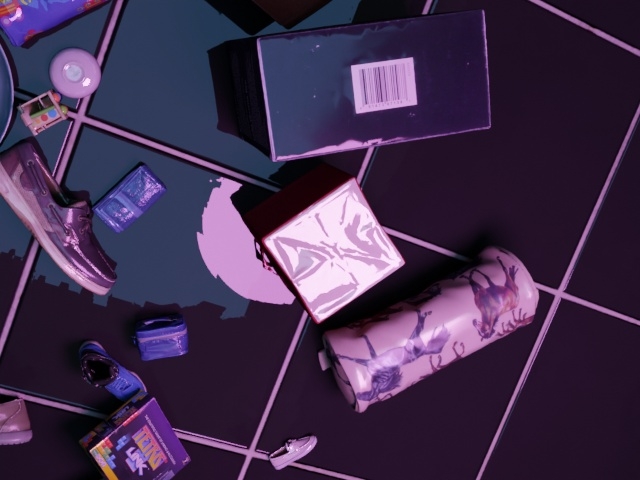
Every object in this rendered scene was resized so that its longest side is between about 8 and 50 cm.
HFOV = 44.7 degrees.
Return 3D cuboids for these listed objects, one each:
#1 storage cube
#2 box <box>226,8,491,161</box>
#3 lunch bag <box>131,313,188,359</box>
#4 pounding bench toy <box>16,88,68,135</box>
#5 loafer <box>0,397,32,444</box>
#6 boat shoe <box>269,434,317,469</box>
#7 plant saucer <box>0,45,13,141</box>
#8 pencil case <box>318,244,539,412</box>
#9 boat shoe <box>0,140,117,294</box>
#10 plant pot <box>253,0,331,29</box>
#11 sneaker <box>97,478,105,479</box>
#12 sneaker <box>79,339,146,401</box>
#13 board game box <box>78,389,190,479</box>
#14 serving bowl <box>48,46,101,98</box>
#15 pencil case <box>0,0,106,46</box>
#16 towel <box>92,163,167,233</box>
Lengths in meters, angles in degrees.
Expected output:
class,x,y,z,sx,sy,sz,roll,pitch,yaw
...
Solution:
class,x,y,z,sx,sy,sz,roll,pitch,yaw
storage cube,0.000,0.000,1.354,0.215,0.193,0.184,-34,109,-6
box,0.045,-0.255,1.243,0.343,0.312,0.179,-11,105,-13
lunch bag,-0.286,0.168,1.383,0.098,0.067,0.065,-8,104,-11
pounding bench toy,-0.442,-0.206,1.246,0.065,0.083,0.052,-29,108,-6
loafer,-0.622,0.303,1.325,0.251,0.094,0.088,6,77,-25
boat shoe,-0.055,0.406,1.518,0.100,0.035,0.035,-31,111,1
plant saucer,-0.643,-0.239,1.208,0.317,0.044,0.318,-3,104,-13
pencil case,0.195,0.163,1.453,0.410,0.183,0.160,-27,103,-5
boat shoe,-0.425,-0.036,1.283,0.092,0.103,0.285,-37,103,1
plant pot,-0.051,-0.484,1.205,0.267,0.267,0.236,37,103,-19
sneaker,-0.440,0.485,1.412,0.235,0.094,0.090,-21,103,-30
sneaker,-0.366,0.245,1.371,0.058,0.084,0.152,-39,109,-3
board game box,-0.326,0.376,1.387,0.141,0.048,0.170,-39,125,-27
serving bowl,-0.402,-0.274,1.271,0.083,0.027,0.084,-3,103,-14
pencil case,-0.378,-0.420,1.196,0.306,0.119,0.133,-29,98,-7
towel,-0.326,-0.071,1.337,0.119,0.029,0.067,-43,110,-2
